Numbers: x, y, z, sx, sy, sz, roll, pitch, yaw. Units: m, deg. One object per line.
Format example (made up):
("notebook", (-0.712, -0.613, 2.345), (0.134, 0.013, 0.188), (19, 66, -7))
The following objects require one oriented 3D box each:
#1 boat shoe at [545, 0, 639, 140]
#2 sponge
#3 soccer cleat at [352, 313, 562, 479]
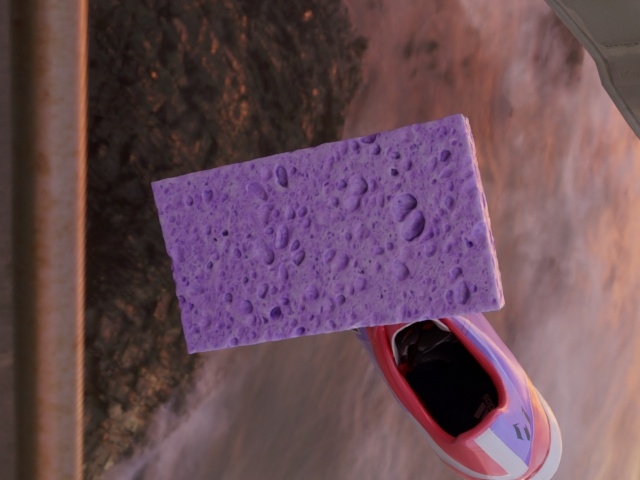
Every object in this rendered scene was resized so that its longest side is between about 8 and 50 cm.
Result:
("boat shoe", (0.203, -0.182, 0.518), (0.340, 0.127, 0.113), (46, 73, -28))
("sponge", (0.000, 0.000, 0.550), (0.031, 0.210, 0.117), (-12, 91, -70))
("soccer cleat", (0.071, 0.058, 0.704), (0.109, 0.318, 0.116), (-38, 140, 5))
